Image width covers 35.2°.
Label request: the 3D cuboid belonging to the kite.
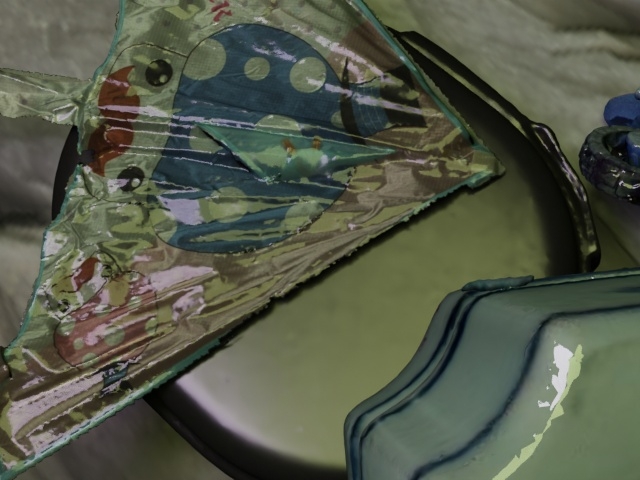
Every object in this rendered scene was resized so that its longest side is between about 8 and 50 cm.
[{"bbox_3d":[-0.087,-0.064,0.529,0.368,0.014,0.406,9,73,10],"label":"kite"}]

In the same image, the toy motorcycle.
[{"bbox_3d":[0.238,-0.022,0.527,0.205,0.114,0.076,23,122,17],"label":"toy motorcycle"}]

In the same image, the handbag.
[{"bbox_3d":[0.000,0.000,0.554,0.308,0.093,0.254,41,81,17],"label":"handbag"}]

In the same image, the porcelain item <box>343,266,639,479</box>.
[{"bbox_3d":[0.157,0.148,0.407,0.281,0.157,0.286,-7,92,-9],"label":"porcelain item"}]
